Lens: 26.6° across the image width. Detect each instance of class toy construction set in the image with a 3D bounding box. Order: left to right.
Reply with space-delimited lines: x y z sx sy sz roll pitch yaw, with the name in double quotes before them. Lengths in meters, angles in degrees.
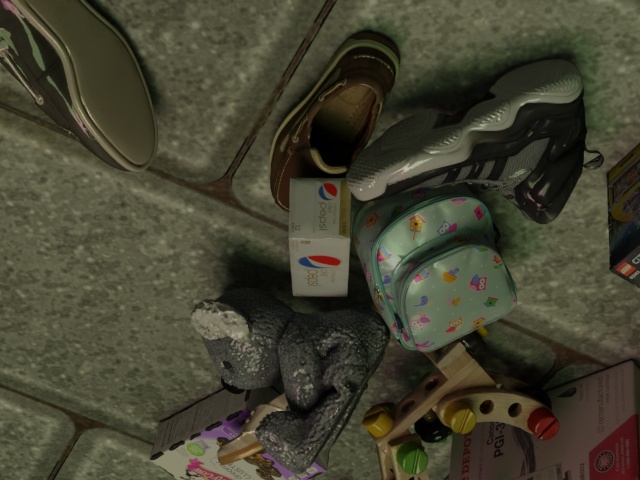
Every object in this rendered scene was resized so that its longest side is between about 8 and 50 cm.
"toy construction set" 0.139 0.229 1.657 0.257 0.309 0.237 -24 121 19

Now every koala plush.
"koala plush" -0.049 0.132 1.643 0.221 0.196 0.203 31 99 10

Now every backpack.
"backpack" 0.129 0.021 1.543 0.166 0.144 0.188 -25 118 -2

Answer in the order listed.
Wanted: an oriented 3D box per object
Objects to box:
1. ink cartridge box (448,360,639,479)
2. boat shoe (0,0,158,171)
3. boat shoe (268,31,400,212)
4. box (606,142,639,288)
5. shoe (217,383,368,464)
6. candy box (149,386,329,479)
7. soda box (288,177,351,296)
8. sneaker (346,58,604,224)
"ink cartridge box" 0.307 0.305 1.744 0.283 0.207 0.117 -26 123 29
"boat shoe" -0.290 -0.210 1.437 0.095 0.112 0.335 -5 129 38
"boat shoe" 0.003 -0.109 1.480 0.095 0.095 0.257 19 133 -9
"box" 0.389 -0.077 1.401 0.044 0.159 0.233 28 132 -17
"shoe" -0.044 0.223 1.773 0.219 0.076 0.058 -30 83 -4
"candy box" -0.112 0.290 1.897 0.196 0.070 0.165 -31 122 32
"soda box" 0.000 0.000 1.536 0.069 0.074 0.216 1 161 1
"sneaker" 0.171 -0.072 1.434 0.268 0.101 0.153 -26 117 5
